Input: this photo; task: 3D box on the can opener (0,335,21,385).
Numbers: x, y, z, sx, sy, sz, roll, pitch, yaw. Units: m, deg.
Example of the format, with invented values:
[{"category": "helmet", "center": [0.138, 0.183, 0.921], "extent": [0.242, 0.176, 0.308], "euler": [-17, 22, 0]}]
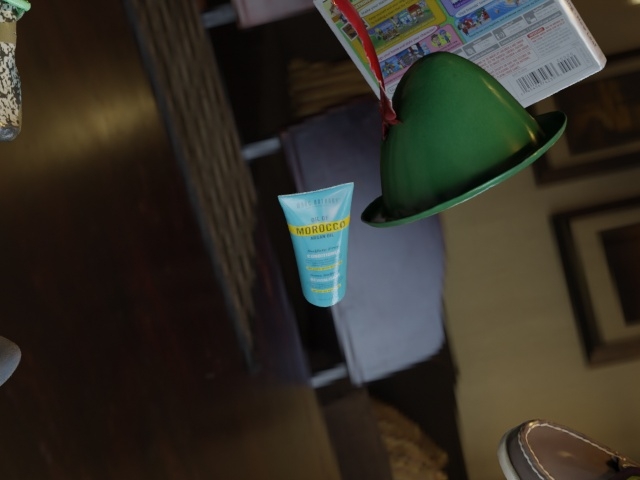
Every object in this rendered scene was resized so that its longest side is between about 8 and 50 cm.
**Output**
[{"category": "can opener", "center": [-0.421, 0.157, 1.377], "extent": [0.280, 0.093, 0.074], "euler": [-39, 146, -38]}]

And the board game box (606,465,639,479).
[{"category": "board game box", "center": [0.202, 0.234, 0.896], "extent": [0.347, 0.208, 0.056], "euler": [-18, 99, -45]}]

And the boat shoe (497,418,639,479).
[{"category": "boat shoe", "center": [0.331, 0.285, 1.428], "extent": [0.324, 0.116, 0.097], "euler": [39, -34, 10]}]

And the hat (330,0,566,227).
[{"category": "hat", "center": [0.071, -0.127, 1.041], "extent": [0.183, 0.173, 0.208], "euler": [60, -18, -11]}]

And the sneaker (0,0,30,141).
[{"category": "sneaker", "center": [-0.326, -0.305, 1.384], "extent": [0.158, 0.182, 0.410], "euler": [6, 73, -70]}]

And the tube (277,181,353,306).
[{"category": "tube", "center": [0.000, 0.000, 1.542], "extent": [0.207, 0.080, 0.052], "euler": [84, -10, -57]}]

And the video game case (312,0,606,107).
[{"category": "video game case", "center": [0.128, -0.198, 1.307], "extent": [0.193, 0.212, 0.023], "euler": [54, 34, -16]}]
